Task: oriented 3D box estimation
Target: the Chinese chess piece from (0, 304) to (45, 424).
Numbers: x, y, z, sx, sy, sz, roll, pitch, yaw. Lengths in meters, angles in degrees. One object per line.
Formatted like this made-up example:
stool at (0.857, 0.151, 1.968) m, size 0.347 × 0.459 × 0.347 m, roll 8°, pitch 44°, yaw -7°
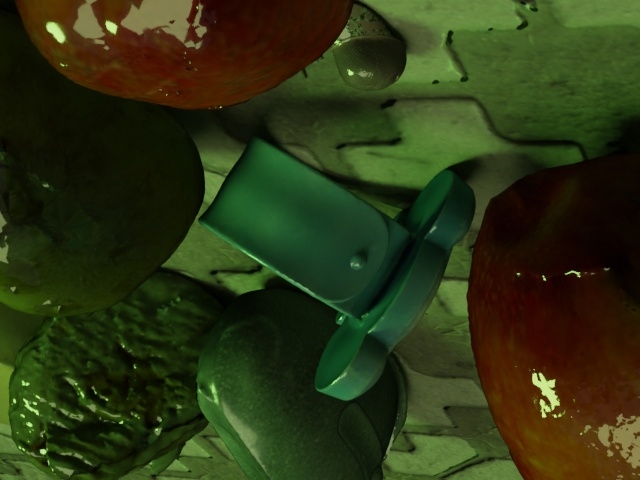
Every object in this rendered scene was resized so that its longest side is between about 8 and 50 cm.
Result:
Chinese chess piece at (-0.386, 0.122, 1.879) m, size 0.273 × 0.102 × 0.273 m, roll 11°, pitch 156°, yaw 5°

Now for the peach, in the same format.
peach at (0.270, 0.091, 1.270) m, size 0.290 × 0.373 × 0.372 m, roll -28°, pitch 142°, yaw 9°

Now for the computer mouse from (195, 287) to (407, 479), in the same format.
computer mouse at (-0.001, 0.193, 1.725) m, size 0.114 × 0.203 × 0.374 m, roll 13°, pitch 155°, yaw 34°

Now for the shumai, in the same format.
shumai at (-0.207, 0.151, 1.755) m, size 0.256 × 0.189 × 0.218 m, roll -25°, pitch 168°, yaw -10°

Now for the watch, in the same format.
watch at (0.000, 0.000, 1.370) m, size 0.193 × 0.211 × 0.211 m, roll 32°, pitch 151°, yaw -11°

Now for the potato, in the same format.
potato at (-0.233, -0.064, 1.319) m, size 0.307 × 0.210 × 0.173 m, roll 42°, pitch -175°, yaw -33°

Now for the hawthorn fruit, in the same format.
hawthorn fruit at (-0.072, -0.172, 1.020) m, size 0.211 × 0.211 × 0.299 m, roll 1°, pitch 166°, yaw 25°

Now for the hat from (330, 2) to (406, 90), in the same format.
hat at (0.022, -0.137, 1.209) m, size 0.087 × 0.042 × 0.058 m, roll 29°, pitch 150°, yaw -29°
